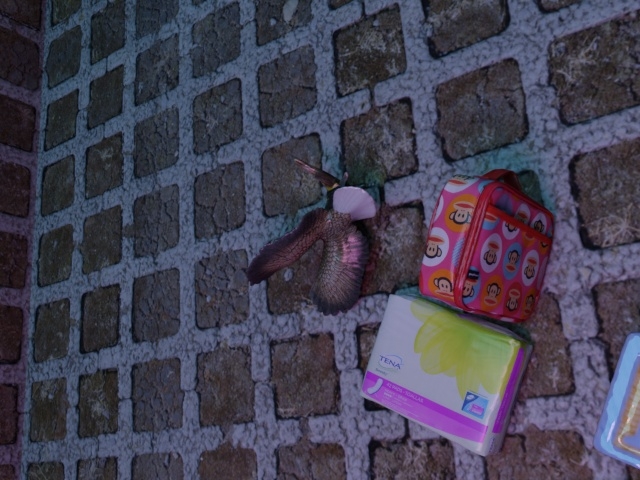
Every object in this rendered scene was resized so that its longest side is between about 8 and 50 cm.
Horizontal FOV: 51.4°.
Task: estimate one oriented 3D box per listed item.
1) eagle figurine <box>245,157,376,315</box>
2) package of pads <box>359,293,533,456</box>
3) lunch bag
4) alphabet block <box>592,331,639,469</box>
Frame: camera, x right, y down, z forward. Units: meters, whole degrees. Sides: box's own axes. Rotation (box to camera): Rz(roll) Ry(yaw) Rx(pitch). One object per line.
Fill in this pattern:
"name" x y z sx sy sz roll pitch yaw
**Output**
"eagle figurine" 0.002 0.003 1.465 0.226 0.225 0.299 19 80 27
"package of pads" 0.236 0.243 1.282 0.296 0.101 0.229 18 90 37
"lunch bag" 0.303 0.003 1.173 0.120 0.293 0.258 14 88 42
"alphabet block" 0.548 0.258 0.990 0.193 0.197 0.193 20 92 38
